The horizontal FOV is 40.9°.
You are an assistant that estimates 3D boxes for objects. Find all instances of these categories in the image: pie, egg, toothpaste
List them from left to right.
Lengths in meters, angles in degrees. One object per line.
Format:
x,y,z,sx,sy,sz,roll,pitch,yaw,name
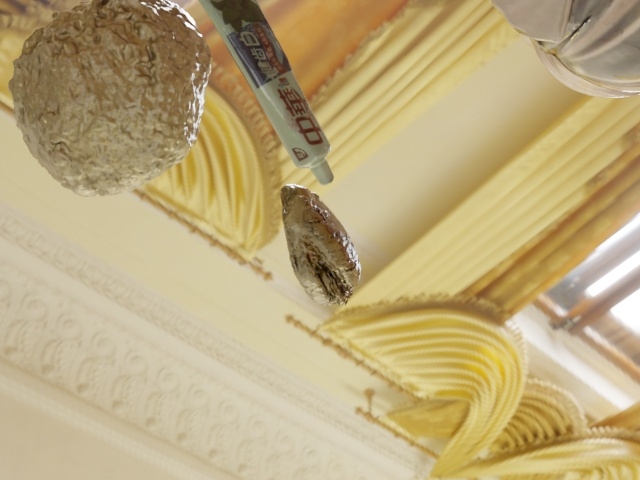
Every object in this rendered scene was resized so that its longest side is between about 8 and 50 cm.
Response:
-0.291,-0.204,1.206,0.279,0.310,0.279,24,-154,-12,egg
-0.048,-0.154,0.796,0.060,0.038,0.233,-33,-82,-30,toothpaste
0.000,0.000,1.151,0.193,0.079,0.163,45,-156,-63,pie

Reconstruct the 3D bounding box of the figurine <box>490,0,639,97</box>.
0.251,-0.254,0.544,0.253,0.361,0.211,33,-169,-35,figurine
